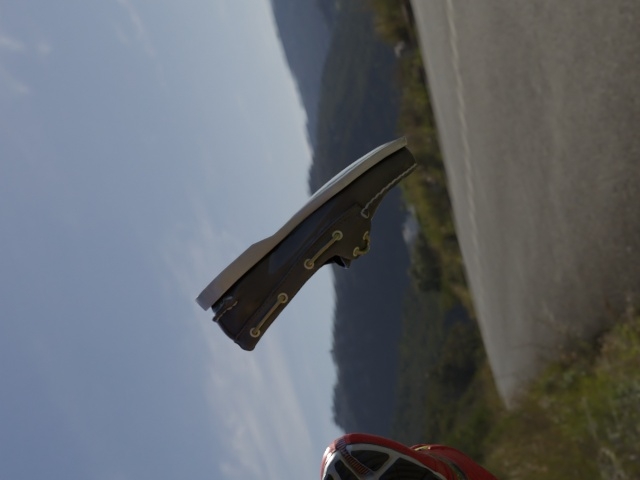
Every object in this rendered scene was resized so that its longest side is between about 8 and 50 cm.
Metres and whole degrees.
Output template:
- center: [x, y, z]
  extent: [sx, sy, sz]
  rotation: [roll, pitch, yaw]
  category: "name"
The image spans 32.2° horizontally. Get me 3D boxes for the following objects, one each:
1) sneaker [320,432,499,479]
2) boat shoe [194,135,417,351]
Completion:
- center: [0.091, 0.231, 1.009]
  extent: [0.279, 0.107, 0.118]
  rotation: [33, -161, -37]
  category: "sneaker"
- center: [-0.001, 0.000, 1.262]
  extent: [0.091, 0.305, 0.109]
  rotation: [50, 171, 0]
  category: "boat shoe"
